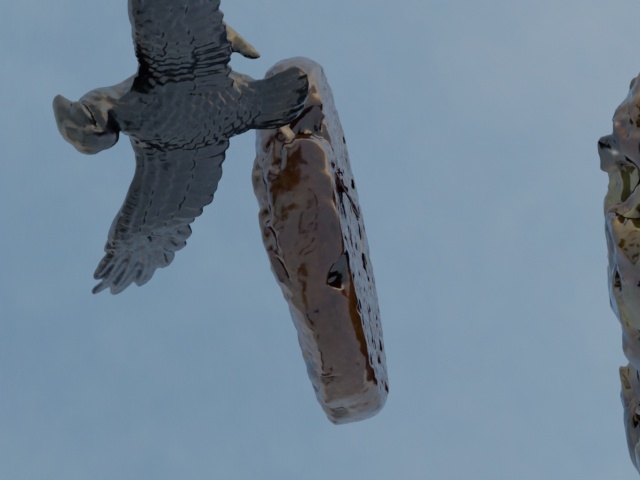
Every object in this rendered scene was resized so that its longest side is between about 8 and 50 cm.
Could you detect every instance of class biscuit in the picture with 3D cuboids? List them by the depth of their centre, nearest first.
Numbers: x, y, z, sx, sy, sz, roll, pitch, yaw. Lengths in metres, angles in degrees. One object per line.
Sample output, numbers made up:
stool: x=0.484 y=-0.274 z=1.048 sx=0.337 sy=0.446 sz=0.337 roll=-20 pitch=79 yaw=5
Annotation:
biscuit: x=0.000 y=0.000 z=0.775 sx=0.049 sy=0.192 sz=0.192 roll=-8 pitch=-72 yaw=6
biscuit: x=0.208 y=0.040 z=0.869 sx=0.081 sy=0.334 sz=0.290 roll=-6 pitch=-104 yaw=6

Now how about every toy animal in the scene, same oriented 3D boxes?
toy animal: x=-0.062 y=-0.059 z=0.645 sx=0.108 sy=0.062 sz=0.220 roll=-29 pitch=-33 yaw=-42
